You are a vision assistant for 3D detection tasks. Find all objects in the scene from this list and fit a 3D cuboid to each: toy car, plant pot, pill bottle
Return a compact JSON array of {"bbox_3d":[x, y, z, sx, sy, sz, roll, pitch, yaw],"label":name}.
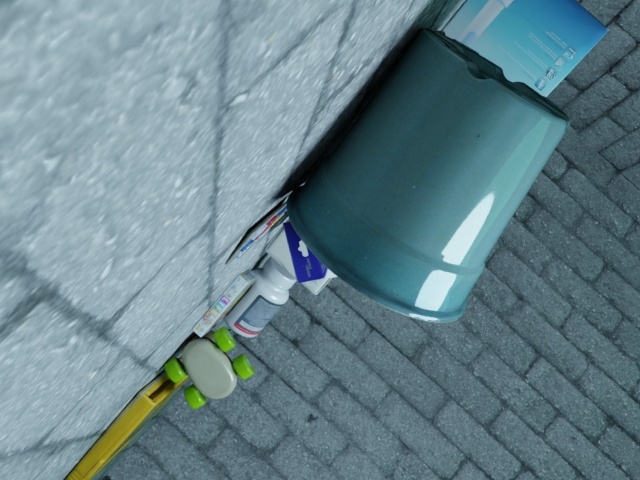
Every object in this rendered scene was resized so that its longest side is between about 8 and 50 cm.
[{"bbox_3d":[-0.250,0.264,1.484,0.155,0.149,0.188,-32,-166,0],"label":"toy car"},{"bbox_3d":[0.172,-0.112,0.991,0.334,0.341,0.341,-58,174,25],"label":"plant pot"},{"bbox_3d":[-0.136,0.126,1.492,0.180,0.108,0.108,-49,178,20],"label":"pill bottle"}]

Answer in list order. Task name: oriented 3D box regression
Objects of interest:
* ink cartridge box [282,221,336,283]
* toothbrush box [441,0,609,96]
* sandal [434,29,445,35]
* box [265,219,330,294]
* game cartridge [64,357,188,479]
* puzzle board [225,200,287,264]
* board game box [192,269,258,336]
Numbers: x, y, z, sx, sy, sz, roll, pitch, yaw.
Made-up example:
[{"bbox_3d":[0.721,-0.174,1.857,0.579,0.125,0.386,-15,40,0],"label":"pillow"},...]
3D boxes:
[{"bbox_3d":[0.042,-0.008,1.217,0.206,0.208,0.045,-109,-167,-55],"label":"ink cartridge box"},{"bbox_3d":[0.322,-0.329,1.169,0.295,0.216,0.126,-50,177,24],"label":"toothbrush box"},{"bbox_3d":[0.156,-0.277,1.107,0.180,0.049,0.072,-67,174,31],"label":"sandal"},{"bbox_3d":[0.000,0.000,1.445,0.127,0.148,0.232,-49,178,17],"label":"box"},{"bbox_3d":[-0.445,0.432,1.546,0.324,0.052,0.285,-50,177,13],"label":"game cartridge"},{"bbox_3d":[-0.096,-0.015,1.053,0.096,0.011,0.128,-47,179,43],"label":"puzzle board"},{"bbox_3d":[-0.201,0.132,1.385,0.154,0.026,0.103,-49,177,8],"label":"board game box"}]
